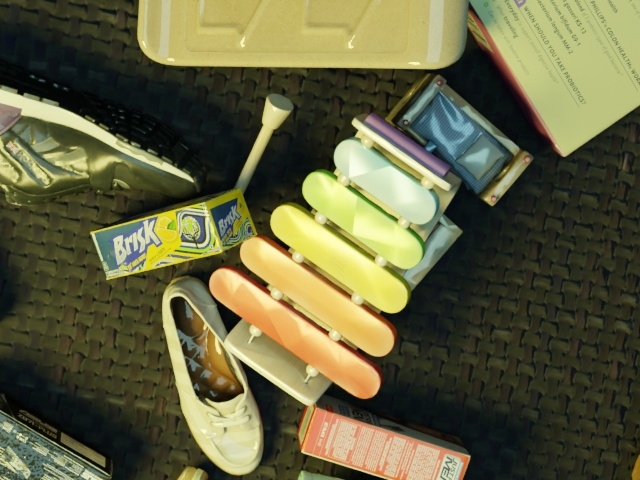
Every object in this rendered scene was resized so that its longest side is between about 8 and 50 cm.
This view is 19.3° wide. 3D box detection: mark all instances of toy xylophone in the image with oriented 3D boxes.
[{"bbox_3d":[0.000,0.000,1.877,0.236,0.081,0.323,28,120,12],"label":"toy xylophone"}]

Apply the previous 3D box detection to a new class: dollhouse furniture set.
[{"bbox_3d":[0.102,-0.058,1.912,0.129,0.129,0.184,40,92,-6],"label":"dollhouse furniture set"}]

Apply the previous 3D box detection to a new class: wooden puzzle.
[{"bbox_3d":[-0.008,-0.330,1.859,0.348,0.080,0.322,4,92,26],"label":"wooden puzzle"}]

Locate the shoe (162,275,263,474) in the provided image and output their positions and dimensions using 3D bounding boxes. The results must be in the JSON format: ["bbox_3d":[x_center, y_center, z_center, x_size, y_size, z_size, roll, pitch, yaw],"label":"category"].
[{"bbox_3d":[-0.116,0.145,1.954,0.076,0.058,0.219,-20,96,-1],"label":"shoe"}]

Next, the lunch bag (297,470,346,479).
[{"bbox_3d":[0.043,0.377,1.939,0.223,0.160,0.262,17,100,-4],"label":"lunch bag"}]

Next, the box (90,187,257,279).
[{"bbox_3d":[-0.149,-0.006,1.891,0.169,0.059,0.054,-14,98,40],"label":"box"}]

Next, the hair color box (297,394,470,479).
[{"bbox_3d":[0.064,0.211,1.955,0.167,0.093,0.053,19,95,-6],"label":"hair color box"}]

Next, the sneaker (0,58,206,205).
[{"bbox_3d":[-0.259,-0.085,1.917,0.283,0.107,0.124,22,108,-2],"label":"sneaker"}]

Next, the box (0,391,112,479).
[{"bbox_3d":[-0.325,0.247,1.924,0.180,0.077,0.147,32,93,-9],"label":"box"}]

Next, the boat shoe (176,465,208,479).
[{"bbox_3d":[-0.189,0.309,1.967,0.072,0.068,0.190,33,93,7],"label":"boat shoe"}]

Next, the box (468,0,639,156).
[{"bbox_3d":[0.273,-0.247,1.885,0.243,0.117,0.213,-35,112,2],"label":"box"}]

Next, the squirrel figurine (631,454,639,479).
[{"bbox_3d":[0.540,0.226,1.934,0.370,0.281,0.397,18,109,-15],"label":"squirrel figurine"}]
